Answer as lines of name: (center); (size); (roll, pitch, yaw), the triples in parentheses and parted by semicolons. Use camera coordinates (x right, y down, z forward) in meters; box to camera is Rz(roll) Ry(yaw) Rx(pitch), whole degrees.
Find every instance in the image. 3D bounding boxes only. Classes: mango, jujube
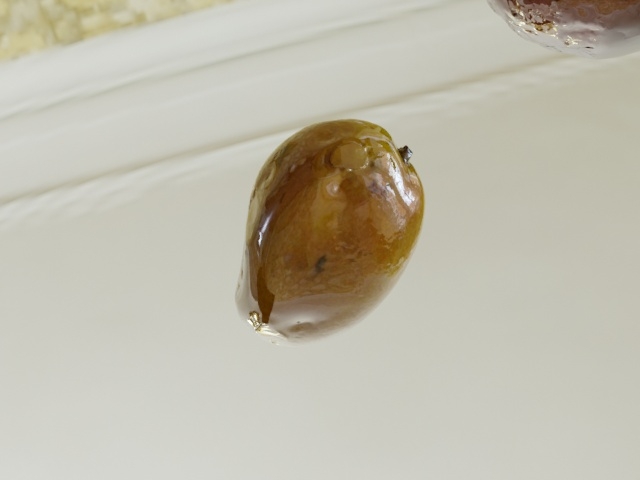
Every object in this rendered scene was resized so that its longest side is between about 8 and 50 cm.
mango: (0.000, 0.000, 0.722); (0.080, 0.114, 0.060); (18, -155, -26)
jujube: (0.184, -0.207, 1.083); (0.190, 0.190, 0.255); (-16, -172, -2)
